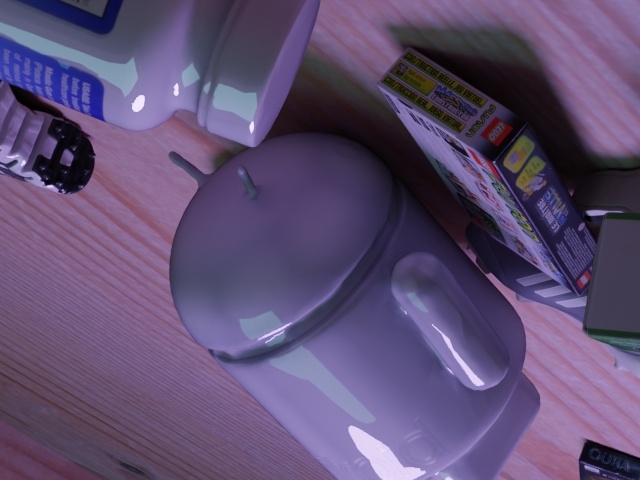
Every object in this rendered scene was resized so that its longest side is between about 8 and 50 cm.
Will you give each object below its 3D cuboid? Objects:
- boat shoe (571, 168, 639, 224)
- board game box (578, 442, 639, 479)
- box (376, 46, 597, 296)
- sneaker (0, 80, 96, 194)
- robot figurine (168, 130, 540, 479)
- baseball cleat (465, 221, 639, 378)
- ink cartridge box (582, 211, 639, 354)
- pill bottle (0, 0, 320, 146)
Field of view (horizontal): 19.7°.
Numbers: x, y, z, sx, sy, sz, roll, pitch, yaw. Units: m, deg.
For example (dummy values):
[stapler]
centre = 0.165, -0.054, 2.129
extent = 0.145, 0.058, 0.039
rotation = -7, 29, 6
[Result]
[boat shoe]
centre = 0.222, -0.023, 1.260
extent = 0.038, 0.046, 0.125
rotation = 33, 163, -27
[board game box]
centre = 0.368, 0.272, 1.972
extent = 0.186, 0.026, 0.126
rotation = 19, 162, 15
[box]
centre = 0.123, -0.044, 1.281
extent = 0.114, 0.036, 0.207
rotation = 37, 173, 34
[sneaker]
centre = -0.308, -0.112, 1.629
extent = 0.106, 0.078, 0.234
rotation = 6, 158, 38
[robot figurine]
centre = 0.022, 0.056, 1.440
extent = 0.353, 0.200, 0.300
rotation = 47, 152, -25
[baseball cleat]
centre = 0.209, 0.021, 1.396
extent = 0.206, 0.072, 0.109
rotation = 35, 128, 13
[ink cartridge box]
centre = 0.294, 0.047, 1.209
extent = 0.153, 0.087, 0.208
rotation = 4, 170, 40
[pill bottle]
centre = -0.144, -0.159, 1.157
extent = 0.272, 0.152, 0.152
rotation = 22, 163, 4
